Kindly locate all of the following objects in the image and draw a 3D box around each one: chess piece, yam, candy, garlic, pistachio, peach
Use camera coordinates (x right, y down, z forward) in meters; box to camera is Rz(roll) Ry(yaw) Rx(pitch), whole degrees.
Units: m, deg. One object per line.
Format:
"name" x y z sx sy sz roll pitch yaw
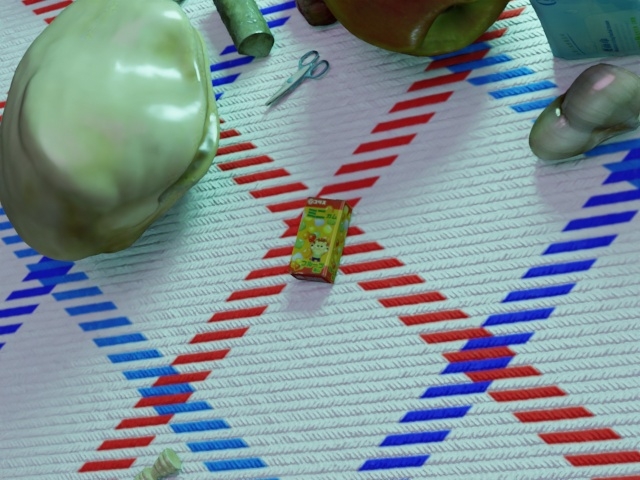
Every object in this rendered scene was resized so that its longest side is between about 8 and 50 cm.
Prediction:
"chess piece" -0.242 0.335 1.429 0.092 0.035 0.035 -39 58 9
"yam" -0.132 -0.374 1.665 0.068 0.068 0.169 -30 61 10
"candy" 0.000 0.000 1.459 0.062 0.038 0.122 6 71 26
"garlic" 0.351 -0.167 1.333 0.174 0.124 0.099 -45 71 32
"pistachio" -0.326 -0.179 1.541 0.365 0.281 0.446 10 77 21
"peach" 0.131 -0.426 1.441 0.307 0.308 0.332 -27 56 11

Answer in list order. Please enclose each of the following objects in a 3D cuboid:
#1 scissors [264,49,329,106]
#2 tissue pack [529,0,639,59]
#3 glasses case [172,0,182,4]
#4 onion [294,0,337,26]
"scissors" -0.042 -0.253 1.602 0.119 0.014 0.058 -40 54 1
"tissue pack" 0.362 -0.324 1.304 0.177 0.263 0.089 0 72 25
"glasses case" -0.208 -0.535 1.725 0.355 0.137 0.085 -47 57 0
"onion" 0.008 -0.455 1.618 0.151 0.098 0.206 -19 62 18
